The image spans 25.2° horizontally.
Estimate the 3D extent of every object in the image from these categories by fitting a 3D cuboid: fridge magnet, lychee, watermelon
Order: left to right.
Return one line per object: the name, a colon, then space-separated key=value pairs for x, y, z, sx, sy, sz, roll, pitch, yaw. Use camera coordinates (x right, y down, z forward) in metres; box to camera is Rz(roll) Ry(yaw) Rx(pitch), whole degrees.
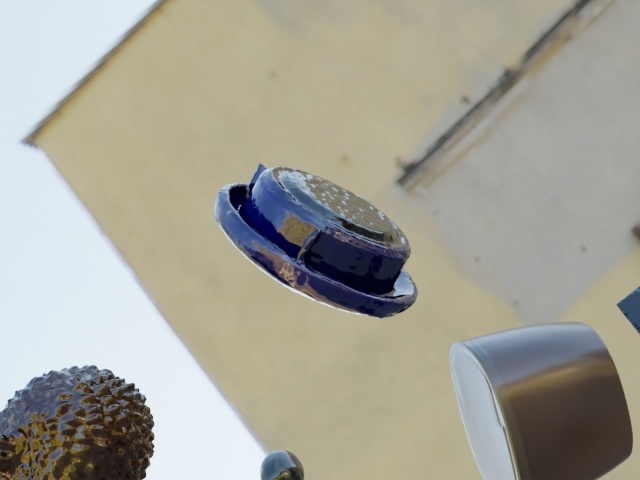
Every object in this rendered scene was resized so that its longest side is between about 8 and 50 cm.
lychee: x=-0.297 y=0.244 z=1.666 sx=0.238 sy=0.200 sz=0.200 roll=-1 pitch=-42 yaw=-50
watermelon: x=-0.066 y=0.397 z=2.423 sx=0.078 sy=0.078 sz=0.111 roll=-42 pitch=13 yaw=8
fridge magnet: x=0.000 y=0.000 z=1.688 sx=0.265 sy=0.265 sz=0.113 roll=0 pitch=-57 yaw=-61

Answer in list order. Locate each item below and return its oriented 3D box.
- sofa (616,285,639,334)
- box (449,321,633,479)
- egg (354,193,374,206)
sofa: x=0.405 y=0.101 z=1.589 sx=0.085 sy=0.147 sz=0.060 roll=-41 pitch=-55 yaw=8
box: x=0.359 y=0.271 z=2.325 sx=0.216 sy=0.301 sz=0.301 roll=-19 pitch=-24 yaw=-10
egg: x=0.015 y=0.003 z=2.034 sx=0.164 sy=0.131 sz=0.131 roll=-55 pitch=-13 yaw=-23
